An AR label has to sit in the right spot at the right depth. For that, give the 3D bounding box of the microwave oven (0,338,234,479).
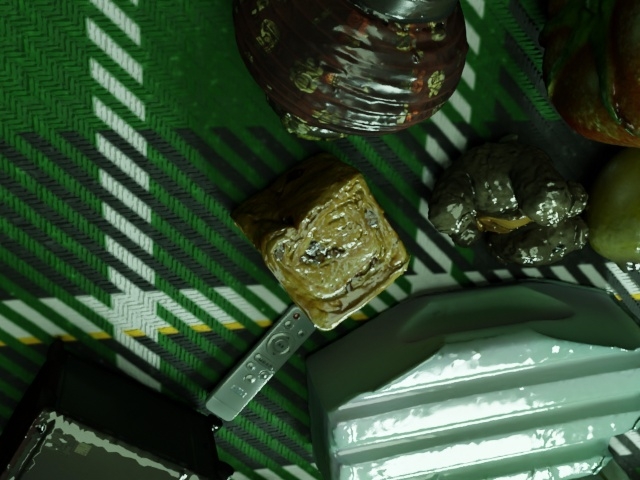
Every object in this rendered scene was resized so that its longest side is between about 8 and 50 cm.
[{"bbox_3d":[-0.262,0.267,0.944,0.247,0.188,0.178,31,100,-20],"label":"microwave oven"}]

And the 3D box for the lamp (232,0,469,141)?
[{"bbox_3d":[0.029,-0.206,0.761,0.247,0.247,0.247,-5,116,-10],"label":"lamp"}]

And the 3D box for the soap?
[{"bbox_3d":[0.212,0.200,1.030,0.446,0.156,0.261,-8,116,-8],"label":"soap"}]

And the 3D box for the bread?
[{"bbox_3d":[0.000,0.000,0.895,0.149,0.143,0.158,-32,118,-4],"label":"bread"}]

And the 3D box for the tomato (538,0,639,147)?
[{"bbox_3d":[0.375,-0.228,0.787,0.239,0.303,0.303,5,114,-13],"label":"tomato"}]

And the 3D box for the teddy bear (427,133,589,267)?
[{"bbox_3d":[0.241,-0.037,0.947,0.177,0.140,0.190,-13,133,30],"label":"teddy bear"}]

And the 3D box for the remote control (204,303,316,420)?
[{"bbox_3d":[-0.078,0.159,1.020,0.050,0.027,0.184,39,97,-27],"label":"remote control"}]

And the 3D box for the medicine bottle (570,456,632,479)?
[{"bbox_3d":[0.410,0.400,1.177,0.143,0.147,0.147,-35,118,2],"label":"medicine bottle"}]

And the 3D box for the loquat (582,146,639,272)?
[{"bbox_3d":[0.414,-0.051,0.964,0.152,0.152,0.195,21,97,-21],"label":"loquat"}]
